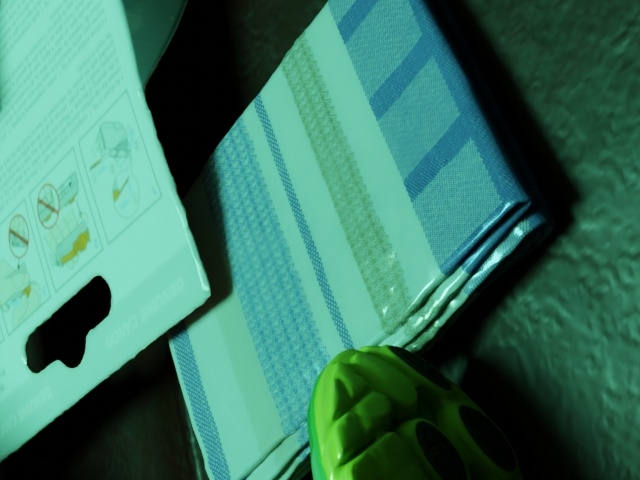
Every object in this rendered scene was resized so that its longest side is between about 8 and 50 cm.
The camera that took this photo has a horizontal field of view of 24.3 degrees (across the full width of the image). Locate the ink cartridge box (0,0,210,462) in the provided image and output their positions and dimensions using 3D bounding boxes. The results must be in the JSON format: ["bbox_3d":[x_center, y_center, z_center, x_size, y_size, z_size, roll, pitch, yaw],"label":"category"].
[{"bbox_3d":[-0.175,-0.079,1.013,0.308,0.091,0.385,-38,64,44],"label":"ink cartridge box"}]

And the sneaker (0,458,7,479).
[{"bbox_3d":[-0.313,0.119,1.146,0.299,0.121,0.112,-113,-1,-46],"label":"sneaker"}]

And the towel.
[{"bbox_3d":[0.000,0.000,0.799,0.285,0.034,0.209,-50,47,35],"label":"towel"}]

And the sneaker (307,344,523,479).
[{"bbox_3d":[0.040,0.188,0.655,0.123,0.109,0.295,-35,62,44],"label":"sneaker"}]
